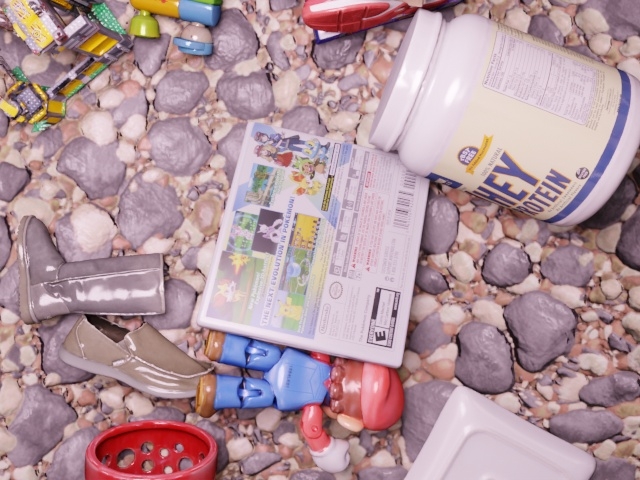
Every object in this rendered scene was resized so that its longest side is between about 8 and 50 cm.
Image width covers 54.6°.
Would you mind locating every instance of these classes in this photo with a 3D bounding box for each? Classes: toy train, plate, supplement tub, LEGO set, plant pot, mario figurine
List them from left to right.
[{"bbox_3d":[-0.441,-0.329,0.865,0.255,0.192,0.331,-26,95,8],"label":"LEGO set"},{"bbox_3d":[-0.269,-0.374,0.939,0.248,0.105,0.143,12,110,2],"label":"toy train"},{"bbox_3d":[-0.255,0.386,0.928,0.191,0.191,0.174,6,95,-2],"label":"plant pot"},{"bbox_3d":[-0.027,0.230,0.960,0.320,0.170,0.198,13,106,-10],"label":"mario figurine"},{"bbox_3d":[0.281,0.422,1.019,0.278,0.045,0.277,29,91,-4],"label":"plate"},{"bbox_3d":[0.254,-0.177,0.888,0.324,0.235,0.235,20,92,-3],"label":"supplement tub"}]

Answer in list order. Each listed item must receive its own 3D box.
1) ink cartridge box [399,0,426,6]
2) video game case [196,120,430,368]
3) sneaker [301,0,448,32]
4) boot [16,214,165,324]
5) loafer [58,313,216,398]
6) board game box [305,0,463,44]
[{"bbox_3d":[0.041,-0.426,0.797,0.234,0.088,0.193,11,83,6],"label":"ink cartridge box"},{"bbox_3d":[0.000,0.000,0.936,0.299,0.036,0.329,12,72,-2],"label":"video game case"},{"bbox_3d":[0.072,-0.378,0.874,0.221,0.087,0.128,-13,88,-5],"label":"sneaker"},{"bbox_3d":[-0.350,0.037,0.960,0.208,0.076,0.190,-10,76,-7],"label":"boot"},{"bbox_3d":[-0.277,0.175,0.961,0.251,0.094,0.087,16,97,-2],"label":"loafer"},{"bbox_3d":[0.062,-0.498,0.916,0.233,0.078,0.347,-16,103,-1],"label":"board game box"}]
